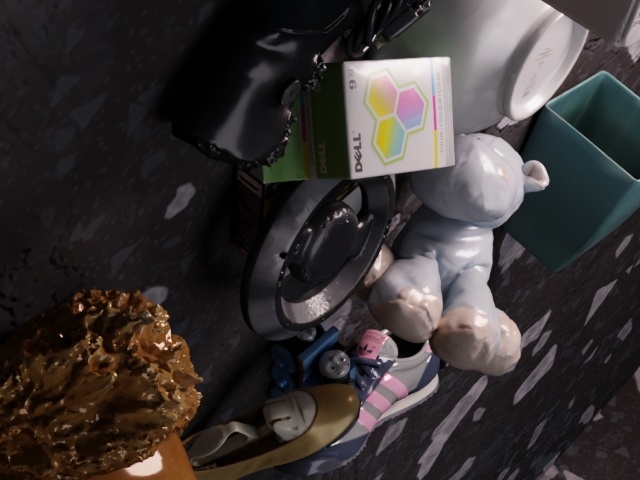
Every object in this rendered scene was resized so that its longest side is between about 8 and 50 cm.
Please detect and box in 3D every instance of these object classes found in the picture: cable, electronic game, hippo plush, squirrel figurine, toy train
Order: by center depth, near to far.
[{"bbox_3d":[-0.252,0.210,1.221,0.370,0.281,0.397,9,100,-64],"label":"squirrel figurine"},{"bbox_3d":[0.091,-0.240,1.404,0.184,0.047,0.150,-37,179,9],"label":"cable"},{"bbox_3d":[0.000,0.000,1.527,0.229,0.048,0.229,-40,148,-32],"label":"electronic game"},{"bbox_3d":[0.175,0.002,1.744,0.236,0.234,0.294,-58,160,10],"label":"hippo plush"},{"bbox_3d":[-0.003,0.169,1.821,0.080,0.105,0.184,-41,155,-28],"label":"toy train"}]

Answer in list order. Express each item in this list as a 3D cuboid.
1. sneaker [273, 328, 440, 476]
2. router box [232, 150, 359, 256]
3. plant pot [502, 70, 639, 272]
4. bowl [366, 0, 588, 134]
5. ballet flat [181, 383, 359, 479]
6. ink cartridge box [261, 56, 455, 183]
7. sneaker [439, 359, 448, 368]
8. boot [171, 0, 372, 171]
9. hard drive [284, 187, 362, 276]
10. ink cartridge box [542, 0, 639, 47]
[{"bbox_3d":[0.043,0.188,1.976,0.319,0.112,0.131,-34,134,-45],"label":"sneaker"},{"bbox_3d":[-0.012,-0.072,1.524,0.179,0.046,0.133,-40,155,-29],"label":"router box"},{"bbox_3d":[0.366,-0.082,2.124,0.165,0.166,0.234,-30,157,-44],"label":"plant pot"},{"bbox_3d":[0.190,-0.220,1.592,0.298,0.134,0.298,-42,155,-25],"label":"bowl"},{"bbox_3d":[-0.067,0.221,1.723,0.232,0.080,0.073,-28,144,7],"label":"ballet flat"},{"bbox_3d":[0.037,-0.115,1.423,0.209,0.062,0.109,-9,97,-45],"label":"ink cartridge box"},{"bbox_3d":[0.190,0.085,2.131,0.132,0.086,0.228,-50,168,-20],"label":"sneaker"},{"bbox_3d":[-0.050,-0.163,1.247,0.207,0.094,0.246,-58,164,1],"label":"boot"},{"bbox_3d":[-0.001,-0.028,1.642,0.135,0.022,0.094,-41,155,-29],"label":"hard drive"},{"bbox_3d":[0.219,-0.306,1.332,0.198,0.273,0.114,-31,149,-44],"label":"ink cartridge box"}]
